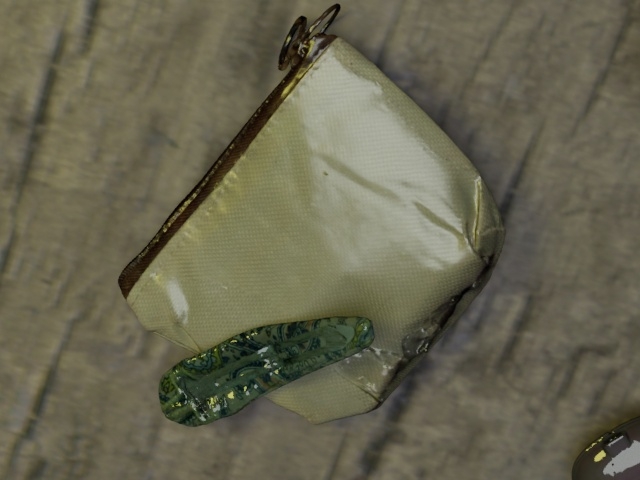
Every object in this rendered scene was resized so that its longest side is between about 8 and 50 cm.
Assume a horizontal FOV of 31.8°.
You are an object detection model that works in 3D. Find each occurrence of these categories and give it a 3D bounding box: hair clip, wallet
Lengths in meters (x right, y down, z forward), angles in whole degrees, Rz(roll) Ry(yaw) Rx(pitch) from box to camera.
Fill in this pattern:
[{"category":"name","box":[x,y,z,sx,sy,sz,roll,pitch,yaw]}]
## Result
[{"category":"hair clip","box":[-0.046,0.106,0.967,0.229,0.036,0.066,-24,97,29]},{"category":"wallet","box":[-0.002,0.000,0.983,0.275,0.068,0.335,40,107,3]}]

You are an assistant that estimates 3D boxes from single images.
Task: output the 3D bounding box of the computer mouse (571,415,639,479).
[{"category":"computer mouse","box":[0.316,0.257,0.988,0.120,0.057,0.232,-36,96,10]}]
